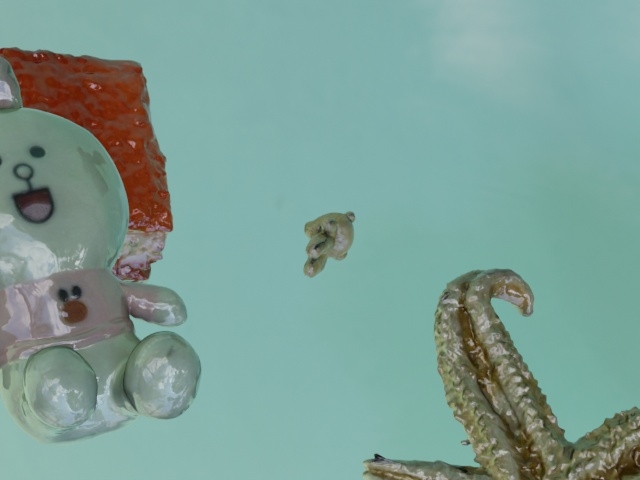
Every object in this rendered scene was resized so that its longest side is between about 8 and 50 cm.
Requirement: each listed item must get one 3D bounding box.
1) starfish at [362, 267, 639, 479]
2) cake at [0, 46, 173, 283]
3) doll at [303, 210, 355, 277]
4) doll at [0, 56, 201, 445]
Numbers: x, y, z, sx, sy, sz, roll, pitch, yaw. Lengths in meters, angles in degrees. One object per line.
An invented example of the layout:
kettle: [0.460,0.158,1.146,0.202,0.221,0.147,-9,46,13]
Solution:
starfish: [0.262,0.203,1.312,0.324,0.432,0.082,-57,158,-24]
cake: [-0.358,-0.055,1.818,0.269,0.270,0.319,-1,153,-32]
doll: [0.009,0.003,1.466,0.051,0.093,0.061,11,114,-5]
doll: [-0.174,0.015,0.899,0.155,0.275,0.113,-20,151,-23]
